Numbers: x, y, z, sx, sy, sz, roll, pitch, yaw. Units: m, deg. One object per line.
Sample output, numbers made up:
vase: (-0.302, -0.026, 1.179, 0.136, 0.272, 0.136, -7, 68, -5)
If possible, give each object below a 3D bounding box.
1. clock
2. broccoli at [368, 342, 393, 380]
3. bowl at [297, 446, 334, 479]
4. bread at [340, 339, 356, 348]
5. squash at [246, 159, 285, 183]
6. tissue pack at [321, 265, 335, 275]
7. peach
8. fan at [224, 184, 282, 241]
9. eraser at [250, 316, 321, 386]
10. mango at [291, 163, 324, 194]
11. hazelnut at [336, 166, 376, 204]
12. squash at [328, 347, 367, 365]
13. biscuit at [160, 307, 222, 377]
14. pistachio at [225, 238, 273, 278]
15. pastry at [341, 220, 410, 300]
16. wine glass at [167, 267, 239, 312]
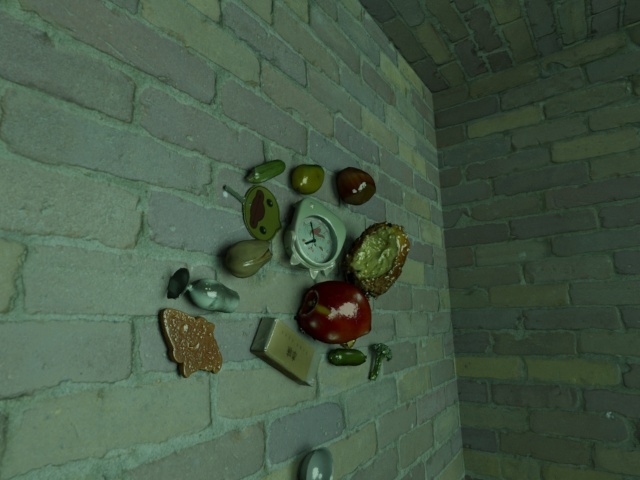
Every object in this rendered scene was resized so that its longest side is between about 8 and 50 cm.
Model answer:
clock: (-0.038, 0.000, 1.706, 0.265, 0.108, 0.324, 38, 55, -26)
broccoli: (0.312, 0.648, 2.142, 0.122, 0.118, 0.204, 61, 47, -62)
bowl: (-0.033, 0.908, 1.574, 0.189, 0.086, 0.189, 22, 63, -52)
bread: (0.124, 0.390, 1.885, 0.129, 0.134, 0.260, 55, 45, -15)
squash: (-0.215, -0.274, 1.591, 0.239, 0.069, 0.069, -40, 116, -54)
tissue pack: (0.036, 0.122, 1.910, 0.108, 0.023, 0.056, -41, 116, -51)
peach: (0.094, 0.301, 1.693, 0.361, 0.201, 0.258, 22, 49, -18)
fan: (-0.252, -0.125, 1.553, 0.335, 0.011, 0.230, 39, 52, -47)
eraser: (-0.122, 0.438, 1.557, 0.343, 0.078, 0.144, 49, 46, -39)
mango: (-0.049, -0.278, 1.820, 0.237, 0.091, 0.137, -15, 101, -56)
hazelnut: (0.175, -0.280, 2.090, 0.210, 0.210, 0.186, -32, 133, -54)
squash: (0.146, 0.561, 1.922, 0.331, 0.087, 0.087, 27, 61, -52)
biscuit: (-0.393, 0.309, 1.218, 0.280, 0.043, 0.183, 55, 38, -27)
pistachio: (-0.247, 0.058, 1.407, 0.226, 0.135, 0.136, -28, 106, -61)
pastry: (0.276, 0.104, 2.028, 0.405, 0.292, 0.337, -62, 164, -10)
wine glass: (-0.357, 0.166, 1.249, 0.222, 0.103, 0.103, 33, 56, -46)
